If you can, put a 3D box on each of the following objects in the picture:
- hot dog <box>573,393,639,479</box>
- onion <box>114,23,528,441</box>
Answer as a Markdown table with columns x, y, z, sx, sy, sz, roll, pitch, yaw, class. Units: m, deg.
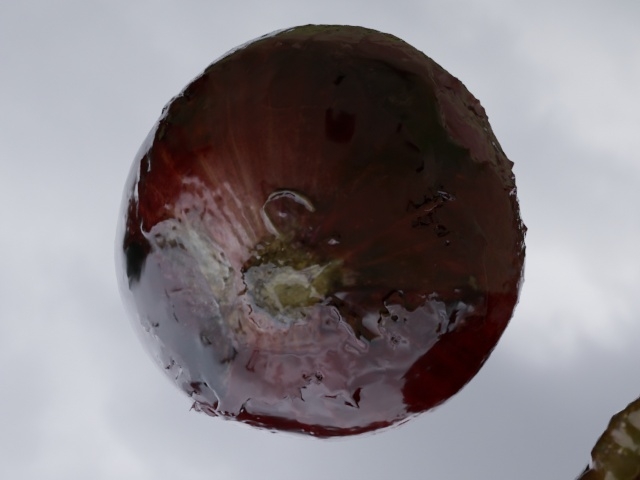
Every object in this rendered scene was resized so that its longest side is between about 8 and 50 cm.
| x | y | z | sx | sy | sz | roll | pitch | yaw | class |
| --- | --- | --- | --- | --- | --- | --- | --- | --- | --- |
| 0.172 | 0.142 | 0.629 | 0.122 | 0.196 | 0.272 | 27 | -166 | -20 | hot dog |
| 0.000 | 0.000 | 0.540 | 0.131 | 0.131 | 0.131 | 20 | -160 | -8 | onion |
